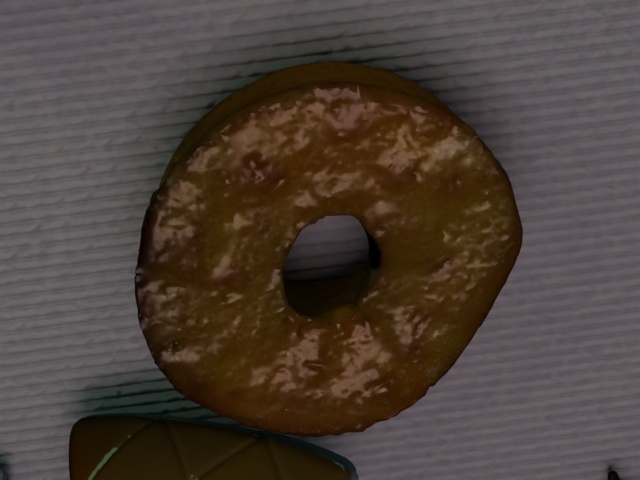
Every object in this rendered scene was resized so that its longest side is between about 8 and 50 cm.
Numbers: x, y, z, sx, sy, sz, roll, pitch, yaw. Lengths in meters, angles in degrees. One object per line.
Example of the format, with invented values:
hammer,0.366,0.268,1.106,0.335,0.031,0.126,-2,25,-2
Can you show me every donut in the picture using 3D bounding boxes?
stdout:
donut,0.000,0.000,1.442,0.303,0.110,0.303,-3,120,-6

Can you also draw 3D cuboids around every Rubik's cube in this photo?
Rubik's cube,-0.050,0.234,1.541,0.254,0.254,0.254,-2,121,-4

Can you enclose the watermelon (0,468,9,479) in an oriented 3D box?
watermelon,-0.291,0.220,1.574,0.085,0.061,0.085,1,128,2

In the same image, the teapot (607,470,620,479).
teapot,0.259,0.243,1.649,0.068,0.045,0.100,-12,123,0
